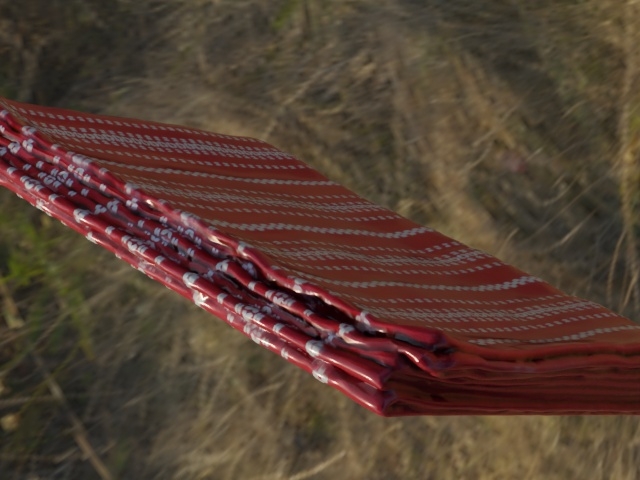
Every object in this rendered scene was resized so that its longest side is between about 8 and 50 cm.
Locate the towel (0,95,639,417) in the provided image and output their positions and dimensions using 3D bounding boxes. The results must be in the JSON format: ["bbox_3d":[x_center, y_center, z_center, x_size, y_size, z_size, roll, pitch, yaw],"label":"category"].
[{"bbox_3d":[0.000,0.000,0.704,0.275,0.199,0.031,28,104,40],"label":"towel"}]
